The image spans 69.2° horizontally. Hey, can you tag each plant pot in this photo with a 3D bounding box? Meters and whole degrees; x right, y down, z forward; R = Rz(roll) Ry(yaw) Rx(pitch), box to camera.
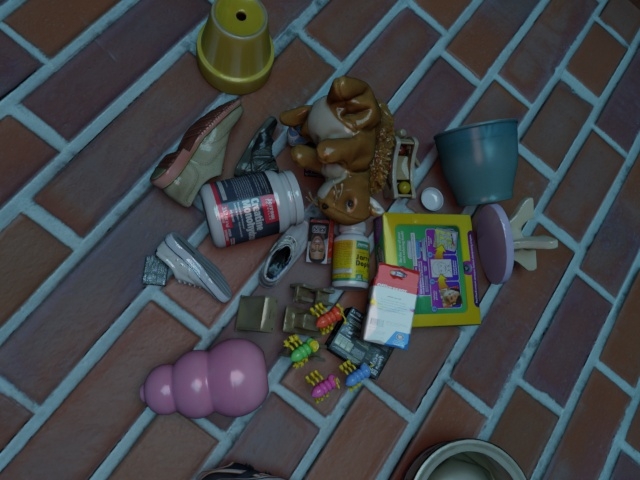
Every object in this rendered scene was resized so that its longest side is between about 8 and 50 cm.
[{"bbox_3d":[-0.258,-0.627,1.448,0.253,0.239,0.254,3,77,-14],"label":"plant pot"},{"bbox_3d":[0.535,-0.249,1.565,0.271,0.271,0.256,-9,93,-16],"label":"plant pot"}]

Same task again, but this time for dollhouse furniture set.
[{"bbox_3d":[-0.104,0.234,1.375,0.242,0.161,0.212,17,73,-33],"label":"dollhouse furniture set"}]

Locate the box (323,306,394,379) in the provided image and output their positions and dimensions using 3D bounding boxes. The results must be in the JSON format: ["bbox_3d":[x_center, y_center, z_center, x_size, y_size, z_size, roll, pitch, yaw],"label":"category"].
[{"bbox_3d":[0.125,0.314,1.421,0.180,0.077,0.147,34,73,-5],"label":"box"}]

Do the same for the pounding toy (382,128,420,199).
[{"bbox_3d":[0.296,-0.264,1.551,0.154,0.154,0.270,0,78,-14],"label":"pounding toy"}]

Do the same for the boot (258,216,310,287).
[{"bbox_3d":[-0.095,0.028,1.405,0.095,0.123,0.258,31,72,-6],"label":"boot"}]

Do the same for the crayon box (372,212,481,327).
[{"bbox_3d":[0.341,0.098,1.508,0.312,0.106,0.363,0,79,-12],"label":"crayon box"}]

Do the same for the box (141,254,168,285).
[{"bbox_3d":[-0.479,0.089,1.351,0.067,0.018,0.084,7,76,-13],"label":"box"}]

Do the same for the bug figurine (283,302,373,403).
[{"bbox_3d":[0.029,0.325,1.297,0.216,0.072,0.279,-31,98,-27],"label":"bug figurine"}]

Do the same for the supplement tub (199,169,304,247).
[{"bbox_3d":[-0.202,-0.098,1.367,0.272,0.191,0.191,-15,82,-15],"label":"supplement tub"}]

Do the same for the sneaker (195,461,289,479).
[{"bbox_3d":[-0.187,0.675,1.251,0.321,0.127,0.126,31,77,-32],"label":"sneaker"}]

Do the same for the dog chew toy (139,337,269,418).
[{"bbox_3d":[-0.309,0.380,1.244,0.331,0.206,0.207,-8,80,-7],"label":"dog chew toy"}]

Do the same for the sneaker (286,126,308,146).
[{"bbox_3d":[-0.010,-0.389,1.510,0.237,0.086,0.085,-40,85,-20],"label":"sneaker"}]

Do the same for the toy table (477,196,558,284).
[{"bbox_3d":[0.638,-0.002,1.548,0.160,0.252,0.275,-13,119,-9],"label":"toy table"}]

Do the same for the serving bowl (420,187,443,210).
[{"bbox_3d":[0.383,-0.141,1.612,0.083,0.027,0.084,3,78,-14],"label":"serving bowl"}]

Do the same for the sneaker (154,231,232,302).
[{"bbox_3d":[-0.368,0.093,1.351,0.091,0.094,0.258,-40,98,13],"label":"sneaker"}]

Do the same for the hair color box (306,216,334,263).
[{"bbox_3d":[0.000,0.000,1.447,0.071,0.043,0.141,4,90,21],"label":"hair color box"}]

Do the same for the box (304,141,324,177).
[{"bbox_3d":[0.004,-0.288,1.549,0.115,0.029,0.162,4,76,-12],"label":"box"}]

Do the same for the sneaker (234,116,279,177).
[{"bbox_3d":[-0.169,-0.277,1.475,0.130,0.087,0.228,27,76,-9],"label":"sneaker"}]

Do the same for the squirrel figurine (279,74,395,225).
[{"bbox_3d":[0.106,-0.235,1.380,0.396,0.280,0.371,-9,86,-49],"label":"squirrel figurine"}]

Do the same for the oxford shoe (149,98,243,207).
[{"bbox_3d":[-0.349,-0.276,1.427,0.146,0.140,0.397,49,63,-32],"label":"oxford shoe"}]

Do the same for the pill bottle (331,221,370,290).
[{"bbox_3d":[0.096,0.047,1.452,0.117,0.117,0.209,6,76,-13],"label":"pill bottle"}]

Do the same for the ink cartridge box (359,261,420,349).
[{"bbox_3d":[0.205,0.192,1.368,0.134,0.078,0.231,13,79,-1],"label":"ink cartridge box"}]

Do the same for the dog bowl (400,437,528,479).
[{"bbox_3d":[0.405,0.782,1.353,0.407,0.150,0.409,3,77,-13],"label":"dog bowl"}]
